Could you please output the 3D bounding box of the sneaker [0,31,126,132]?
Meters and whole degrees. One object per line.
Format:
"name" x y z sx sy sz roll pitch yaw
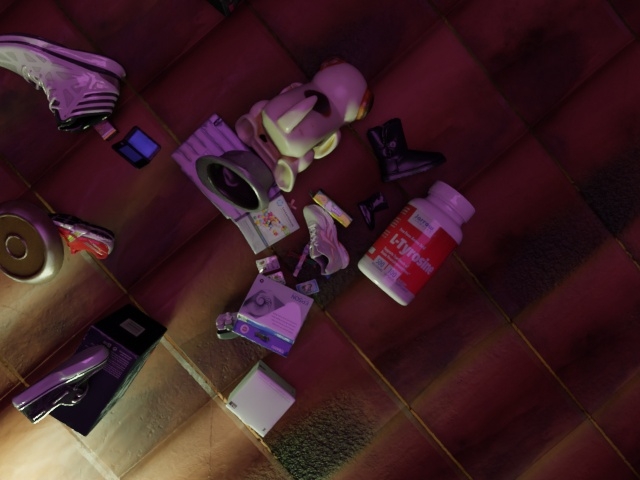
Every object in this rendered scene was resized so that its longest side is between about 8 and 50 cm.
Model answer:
"sneaker" -0.894 -0.507 1.768 0.447 0.169 0.258 11 78 -5

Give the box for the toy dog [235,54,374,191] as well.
"toy dog" -0.029 -0.428 1.744 0.408 0.395 0.284 -40 81 -24

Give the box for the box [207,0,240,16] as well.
"box" -0.381 -0.903 1.782 0.270 0.165 0.143 39 92 -5

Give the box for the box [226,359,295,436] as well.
"box" -0.211 0.566 1.942 0.181 0.119 0.182 41 92 -6

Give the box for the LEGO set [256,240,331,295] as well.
"LEGO set" -0.089 0.116 1.956 0.244 0.060 0.183 -18 103 5

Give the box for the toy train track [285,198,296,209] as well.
"toy train track" -0.122 -0.135 1.938 0.083 0.014 0.048 30 100 1

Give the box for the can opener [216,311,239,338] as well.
"can opener" -0.240 0.287 1.951 0.280 0.074 0.093 -11 130 0

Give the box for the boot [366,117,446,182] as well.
"boot" 0.301 -0.333 1.896 0.246 0.094 0.207 -16 99 5

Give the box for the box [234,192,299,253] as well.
"box" -0.186 -0.059 1.897 0.186 0.038 0.145 -31 118 -6

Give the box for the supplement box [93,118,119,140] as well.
"supplement box" -0.751 -0.395 1.872 0.055 0.043 0.083 -38 96 1

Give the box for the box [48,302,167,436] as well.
"box" -0.706 0.414 1.796 0.179 0.343 0.313 35 94 -4

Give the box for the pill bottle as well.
"pill bottle" 0.337 0.004 1.862 0.229 0.229 0.408 39 92 -5

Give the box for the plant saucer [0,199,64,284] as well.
"plant saucer" -1.026 0.017 1.843 0.310 0.050 0.311 4 108 12

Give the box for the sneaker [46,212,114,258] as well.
"sneaker" -0.863 -0.011 1.875 0.278 0.107 0.118 22 103 -2

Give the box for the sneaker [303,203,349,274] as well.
"sneaker" 0.000 0.000 1.889 0.121 0.099 0.263 -32 96 -37

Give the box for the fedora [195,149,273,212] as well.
"fedora" -0.266 -0.217 1.791 0.275 0.244 0.124 26 60 17

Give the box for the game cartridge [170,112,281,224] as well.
"game cartridge" -0.327 -0.241 1.898 0.230 0.068 0.355 -42 96 5

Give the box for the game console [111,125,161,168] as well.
"game console" -0.639 -0.324 1.872 0.122 0.107 0.071 40 121 -5

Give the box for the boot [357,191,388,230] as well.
"boot" 0.198 -0.107 1.940 0.099 0.045 0.121 -25 95 -3

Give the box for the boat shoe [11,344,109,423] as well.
"boat shoe" -0.736 0.421 1.579 0.335 0.121 0.119 -31 101 13

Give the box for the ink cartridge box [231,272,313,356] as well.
"ink cartridge box" -0.168 0.260 1.885 0.223 0.045 0.224 24 78 4

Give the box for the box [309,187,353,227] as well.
"box" 0.035 -0.124 1.898 0.179 0.105 0.043 39 99 -5
